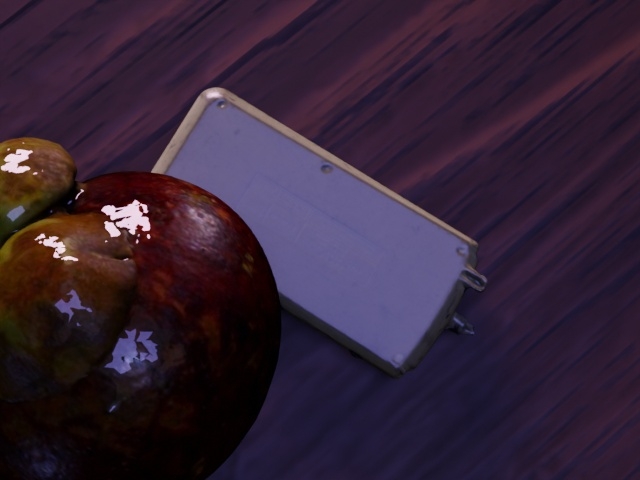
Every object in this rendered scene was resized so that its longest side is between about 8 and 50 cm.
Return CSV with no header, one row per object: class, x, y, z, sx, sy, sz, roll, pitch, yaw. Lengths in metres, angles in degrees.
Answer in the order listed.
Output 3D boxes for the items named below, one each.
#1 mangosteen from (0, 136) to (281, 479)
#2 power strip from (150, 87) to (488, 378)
mangosteen,-0.108,0.036,0.562,0.181,0.156,0.146,18,72,-35
power strip,0.000,0.000,0.647,0.169,0.028,0.076,32,83,0
